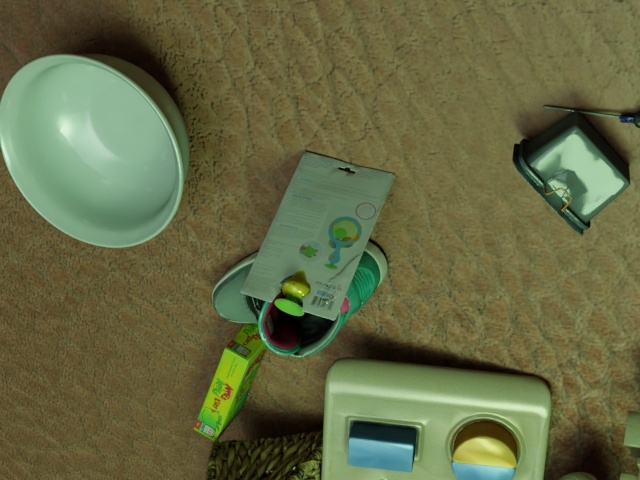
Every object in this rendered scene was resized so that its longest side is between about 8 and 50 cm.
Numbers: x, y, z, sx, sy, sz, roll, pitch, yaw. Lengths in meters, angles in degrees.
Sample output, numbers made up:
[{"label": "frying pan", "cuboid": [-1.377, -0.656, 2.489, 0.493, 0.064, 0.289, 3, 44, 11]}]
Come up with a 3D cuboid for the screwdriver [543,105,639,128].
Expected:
[{"label": "screwdriver", "cuboid": [0.358, -0.153, 1.594, 0.170, 0.024, 0.025, 8, 149, 29]}]

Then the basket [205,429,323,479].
[{"label": "basket", "cuboid": [-0.046, 0.464, 1.969, 0.223, 0.213, 0.299, -6, 118, 3]}]

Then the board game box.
[{"label": "board game box", "cuboid": [-0.135, 0.217, 1.992, 0.043, 0.092, 0.181, 30, 126, 9]}]

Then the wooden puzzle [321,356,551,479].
[{"label": "wooden puzzle", "cuboid": [0.157, 0.355, 1.854, 0.322, 0.080, 0.347, 5, 107, 8]}]

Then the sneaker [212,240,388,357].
[{"label": "sneaker", "cuboid": [-0.060, 0.096, 1.834, 0.296, 0.178, 0.123, -16, 109, 32]}]

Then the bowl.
[{"label": "bowl", "cuboid": [-0.301, -0.148, 1.843, 0.298, 0.134, 0.297, 11, 121, 20]}]

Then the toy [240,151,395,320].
[{"label": "toy", "cuboid": [0.000, 0.000, 1.742, 0.137, 0.237, 0.056, 15, 149, 16]}]

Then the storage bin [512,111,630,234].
[{"label": "storage bin", "cuboid": [0.317, -0.088, 1.600, 0.135, 0.098, 0.091, 44, 117, -12]}]

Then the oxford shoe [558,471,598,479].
[{"label": "oxford shoe", "cuboid": [0.399, 0.499, 1.844, 0.130, 0.169, 0.449, -14, 123, -8]}]

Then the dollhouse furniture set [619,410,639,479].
[{"label": "dollhouse furniture set", "cuboid": [0.478, 0.435, 1.648, 0.174, 0.355, 0.303, 4, 157, 25]}]
